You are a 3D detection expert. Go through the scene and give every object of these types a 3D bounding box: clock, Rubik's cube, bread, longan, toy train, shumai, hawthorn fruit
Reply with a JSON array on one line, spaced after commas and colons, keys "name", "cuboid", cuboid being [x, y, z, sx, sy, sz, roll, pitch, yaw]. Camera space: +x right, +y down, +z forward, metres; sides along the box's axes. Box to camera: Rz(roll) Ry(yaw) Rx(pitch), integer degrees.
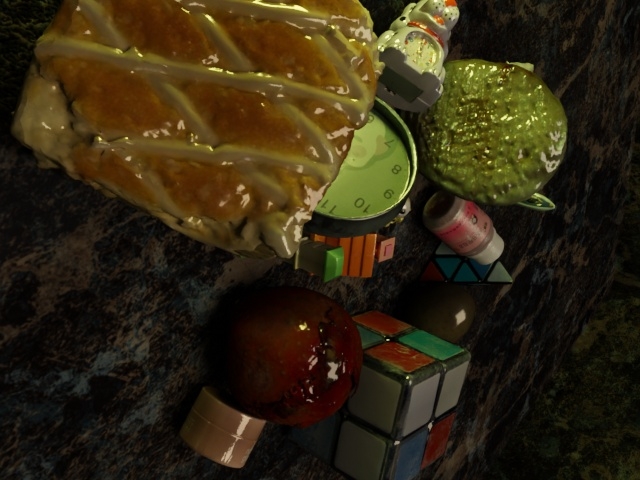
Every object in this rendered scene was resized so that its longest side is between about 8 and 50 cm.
[{"name": "clock", "cuboid": [0.028, -0.158, 1.167, 0.319, 0.319, 0.066, -45, 172, -29]}, {"name": "clock", "cuboid": [0.000, 0.000, 1.240, 0.219, 0.255, 0.106, -17, 120, -46]}, {"name": "clock", "cuboid": [0.221, -0.440, 1.394, 0.254, 0.188, 0.189, -61, 143, -20]}, {"name": "Rubik's cube", "cuboid": [0.143, 0.385, 1.559, 0.313, 0.318, 0.317, -6, 113, -52]}, {"name": "Rubik's cube", "cuboid": [0.452, 0.098, 1.874, 0.250, 0.234, 0.285, -26, 127, -41]}, {"name": "bread", "cuboid": [-0.159, -0.199, 0.814, 0.389, 0.279, 0.371, 29, 81, -14]}, {"name": "longan", "cuboid": [0.341, 0.214, 1.816, 0.196, 0.197, 0.220, -35, 174, -37]}, {"name": "toy train", "cuboid": [0.588, -0.141, 1.909, 0.048, 0.251, 0.055, 30, 81, -57]}, {"name": "shumai", "cuboid": [0.409, -0.255, 1.571, 0.324, 0.397, 0.323, -69, 161, 7]}, {"name": "hawthorn fruit", "cuboid": [-0.064, 0.226, 1.260, 0.316, 0.315, 0.316, -26, 126, -42]}]

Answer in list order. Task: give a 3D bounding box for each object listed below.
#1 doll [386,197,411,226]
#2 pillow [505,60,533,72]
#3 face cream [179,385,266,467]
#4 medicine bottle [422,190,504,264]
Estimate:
[{"name": "doll", "cuboid": [0.155, -0.145, 1.511, 0.117, 0.086, 0.291, -14, 130, -1]}, {"name": "pillow", "cuboid": [0.586, -0.416, 1.918, 0.144, 0.078, 0.254, -11, 115, -48]}, {"name": "face cream", "cuboid": [-0.196, 0.375, 1.265, 0.149, 0.149, 0.104, 37, 78, -52]}, {"name": "medicine bottle", "cuboid": [0.409, -0.034, 1.775, 0.247, 0.147, 0.147, 36, 77, -29]}]
